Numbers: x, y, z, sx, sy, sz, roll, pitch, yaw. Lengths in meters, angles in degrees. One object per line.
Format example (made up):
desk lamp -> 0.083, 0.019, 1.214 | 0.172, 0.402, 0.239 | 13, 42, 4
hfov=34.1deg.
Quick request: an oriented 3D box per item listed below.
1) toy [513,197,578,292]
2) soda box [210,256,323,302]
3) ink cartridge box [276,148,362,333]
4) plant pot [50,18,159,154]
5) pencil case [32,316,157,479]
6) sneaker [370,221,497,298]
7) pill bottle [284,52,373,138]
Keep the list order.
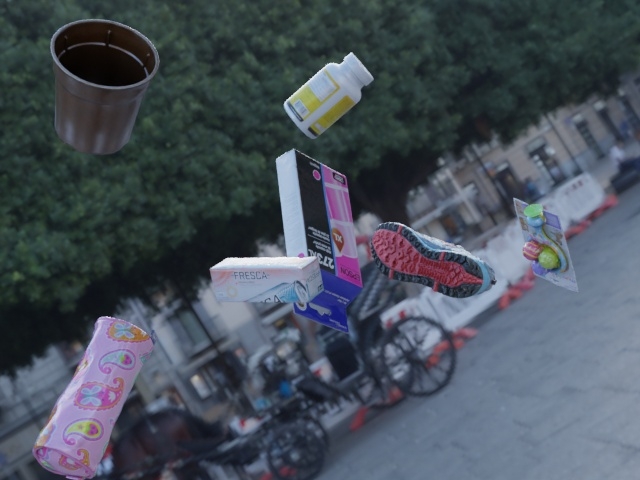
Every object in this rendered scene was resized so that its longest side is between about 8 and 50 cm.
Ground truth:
toy -> 0.502, 0.024, 2.378 | 0.056, 0.237, 0.137 | -36, 37, -22
soda box -> -0.090, 0.065, 1.723 | 0.183, 0.063, 0.058 | -2, 18, 30
ink cartridge box -> 0.000, 0.000, 2.190 | 0.069, 0.371, 0.176 | -26, -34, 33
plant pot -> -0.353, -0.236, 1.667 | 0.167, 0.167, 0.165 | -30, -27, -39
pencil case -> -0.387, 0.271, 1.807 | 0.124, 0.124, 0.284 | -34, 27, 50
sneaker -> 0.212, 0.045, 1.963 | 0.125, 0.262, 0.104 | 5, -72, -54
pill bottle -> 0.020, -0.310, 2.213 | 0.184, 0.103, 0.103 | -40, -4, 11
